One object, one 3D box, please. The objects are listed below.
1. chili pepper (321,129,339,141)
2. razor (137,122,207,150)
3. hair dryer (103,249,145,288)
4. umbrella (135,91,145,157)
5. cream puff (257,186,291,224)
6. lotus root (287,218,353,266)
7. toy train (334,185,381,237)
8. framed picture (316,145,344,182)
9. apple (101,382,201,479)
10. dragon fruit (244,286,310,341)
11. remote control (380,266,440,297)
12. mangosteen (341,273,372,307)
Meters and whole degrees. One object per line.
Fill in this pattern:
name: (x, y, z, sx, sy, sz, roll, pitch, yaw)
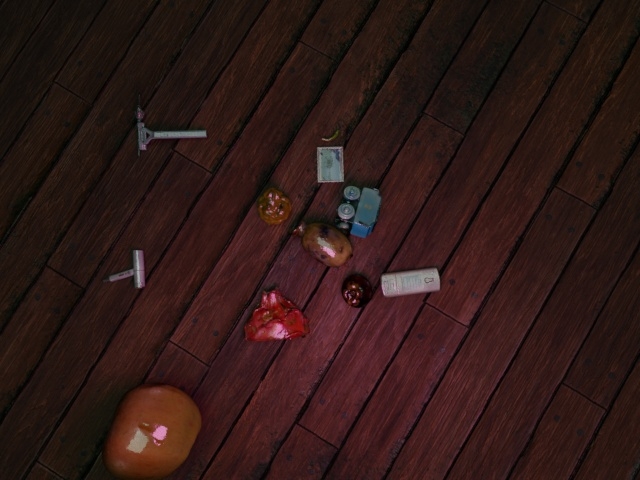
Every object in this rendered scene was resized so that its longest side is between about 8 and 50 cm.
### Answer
chili pepper: (0.045, -0.426, 1.862, 0.083, 0.017, 0.030, -36, 84, -4)
razor: (-0.605, -0.431, 1.857, 0.278, 0.056, 0.111, -3, 95, 0)
hair dryer: (-0.798, 0.122, 1.831, 0.183, 0.044, 0.154, -5, 83, 4)
umbrella: (-0.748, -0.477, 1.888, 0.044, 0.044, 0.269, 0, 94, -24)
cream puff: (-0.184, -0.137, 1.796, 0.146, 0.116, 0.146, 0, 82, 0)
lotus root: (0.001, -0.002, 1.760, 0.278, 0.154, 0.154, 32, 87, 5)
toy train: (0.147, -0.115, 1.762, 0.163, 0.112, 0.203, 17, 62, 3)
framed picture: (0.040, -0.310, 1.854, 0.109, 0.011, 0.149, -2, 85, 2)
apple: (-0.602, 0.695, 1.644, 0.305, 0.338, 0.338, 19, 86, -17)
dragon fruit: (-0.183, 0.285, 1.751, 0.262, 0.134, 0.211, -9, 82, 1)
remote control: (0.352, 0.165, 1.790, 0.234, 0.038, 0.098, -7, 85, 0)
mangosteen: (0.135, 0.196, 1.745, 0.140, 0.140, 0.140, 0, 85, 2)
